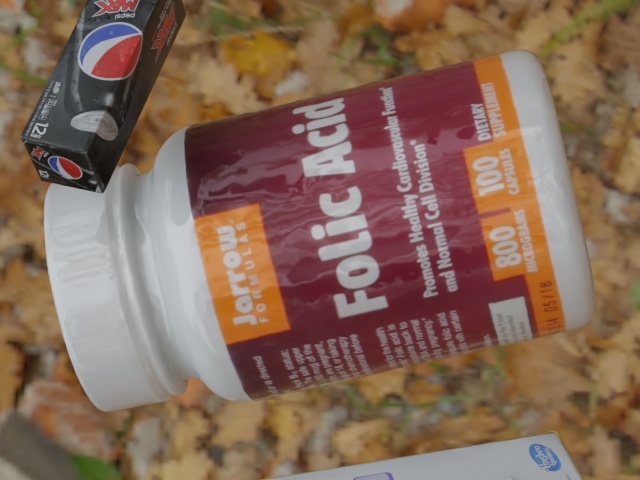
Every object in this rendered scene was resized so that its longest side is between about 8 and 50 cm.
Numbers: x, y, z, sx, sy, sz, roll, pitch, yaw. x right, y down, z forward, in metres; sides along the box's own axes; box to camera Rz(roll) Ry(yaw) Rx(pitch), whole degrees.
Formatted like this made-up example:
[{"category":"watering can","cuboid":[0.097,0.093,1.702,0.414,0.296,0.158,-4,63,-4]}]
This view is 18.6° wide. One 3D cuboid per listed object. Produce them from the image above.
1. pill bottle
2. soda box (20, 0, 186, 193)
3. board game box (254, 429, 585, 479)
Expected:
[{"category":"pill bottle","cuboid":[0.000,0.000,1.515,0.392,0.224,0.224,-13,76,5]},{"category":"soda box","cuboid":[-0.155,-0.121,1.412,0.053,0.060,0.169,13,62,16]},{"category":"board game box","cuboid":[0.027,0.226,1.142,0.242,0.316,0.064,-114,19,-58]}]
